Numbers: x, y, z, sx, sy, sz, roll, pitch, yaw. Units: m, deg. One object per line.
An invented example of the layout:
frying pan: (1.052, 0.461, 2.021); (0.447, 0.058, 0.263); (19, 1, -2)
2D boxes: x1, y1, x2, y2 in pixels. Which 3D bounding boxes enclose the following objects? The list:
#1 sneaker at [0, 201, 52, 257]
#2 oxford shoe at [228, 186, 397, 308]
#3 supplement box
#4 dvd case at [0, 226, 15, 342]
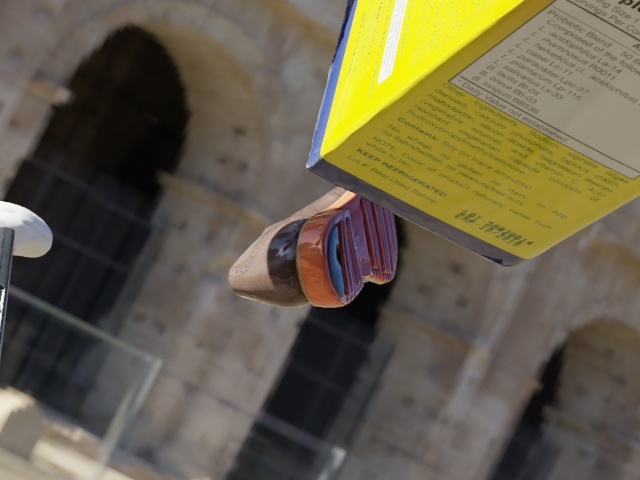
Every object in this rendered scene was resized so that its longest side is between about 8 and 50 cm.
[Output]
sneaker: (-0.408, -0.003, 2.165); (0.080, 0.094, 0.212); (-25, -34, 36)
oxford shoe: (0.000, 0.000, 1.575); (0.098, 0.097, 0.271); (-8, 5, 18)
supplement box: (0.174, -0.154, 1.284); (0.194, 0.195, 0.356); (26, -32, -21)
dvd case: (-0.315, 0.138, 1.730); (0.022, 0.253, 0.180); (8, -35, -9)
